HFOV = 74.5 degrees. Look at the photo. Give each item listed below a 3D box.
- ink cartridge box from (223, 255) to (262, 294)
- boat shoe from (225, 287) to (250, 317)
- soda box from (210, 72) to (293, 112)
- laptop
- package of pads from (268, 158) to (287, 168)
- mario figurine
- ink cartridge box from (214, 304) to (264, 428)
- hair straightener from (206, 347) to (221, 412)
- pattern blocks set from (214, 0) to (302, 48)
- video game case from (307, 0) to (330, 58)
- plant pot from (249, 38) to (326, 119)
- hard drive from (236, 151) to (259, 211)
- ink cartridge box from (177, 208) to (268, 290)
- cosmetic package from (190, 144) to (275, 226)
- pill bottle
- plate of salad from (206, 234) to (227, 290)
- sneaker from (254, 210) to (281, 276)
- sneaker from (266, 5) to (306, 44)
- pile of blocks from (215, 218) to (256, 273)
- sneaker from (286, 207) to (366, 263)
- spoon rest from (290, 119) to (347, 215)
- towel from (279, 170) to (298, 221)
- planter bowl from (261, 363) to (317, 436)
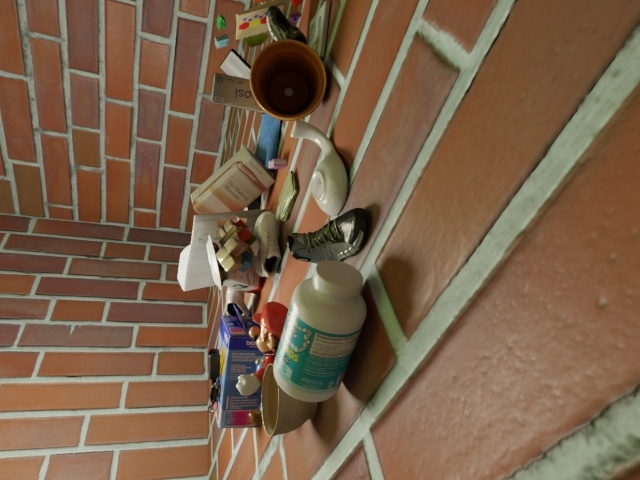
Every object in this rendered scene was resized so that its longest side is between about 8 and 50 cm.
[{"bbox_3d":[-0.300,0.121,1.640,0.078,0.231,0.134,-18,63,30],"label":"ink cartridge box"},{"bbox_3d":[-0.345,0.292,1.732,0.267,0.096,0.088,102,175,-51],"label":"boat shoe"},{"bbox_3d":[-0.201,-0.459,1.344,0.098,0.286,0.091,-134,52,-65],"label":"soda box"},{"bbox_3d":[-0.305,-0.517,1.738,0.236,0.408,0.382,-50,23,-3],"label":"laptop"},{"bbox_3d":[-0.154,-0.274,1.506,0.083,0.050,0.032,-169,80,-70],"label":"package of pads"},{"bbox_3d":[-0.155,0.327,1.176,0.198,0.170,0.320,-168,83,-72],"label":"mario figurine"},{"bbox_3d":[-0.300,0.444,1.566,0.270,0.151,0.395,-166,84,-70],"label":"ink cartridge box"},{"bbox_3d":[-0.378,0.502,1.473,0.089,0.047,0.230,-152,69,-68],"label":"hair straightener"},{"bbox_3d":[-0.204,-0.751,1.425,0.026,0.325,0.285,65,156,1],"label":"pattern blocks set"},{"bbox_3d":[-0.011,-0.605,1.259,0.143,0.019,0.157,-169,85,-70],"label":"video game case"},{"bbox_3d":[-0.091,-0.440,1.207,0.188,0.205,0.205,-113,32,-81],"label":"plant pot"},{"bbox_3d":[-0.343,-0.277,1.953,0.339,0.064,0.236,-133,43,-65],"label":"hard drive"},{"bbox_3d":[-0.397,0.019,1.700,0.091,0.308,0.385,50,134,37],"label":"ink cartridge box"},{"bbox_3d":[-0.341,-0.203,1.633,0.296,0.153,0.129,-42,38,7],"label":"cosmetic package"},{"bbox_3d":[0.002,0.172,0.820,0.146,0.146,0.264,-118,39,-57],"label":"pill bottle"},{"bbox_3d":[-0.358,0.076,1.464,0.200,0.048,0.199,168,90,-71],"label":"plate of salad"},{"bbox_3d":[-0.168,0.017,1.437,0.115,0.090,0.232,15,107,63],"label":"sneaker"},{"bbox_3d":[-0.096,-0.656,1.353,0.106,0.078,0.234,-18,96,56],"label":"sneaker"},{"bbox_3d":[-0.269,0.013,1.466,0.112,0.149,0.362,-46,21,7],"label":"pile of blocks"},{"bbox_3d":[0.000,0.000,0.894,0.228,0.132,0.086,128,143,-56],"label":"sneaker"},{"bbox_3d":[0.008,-0.185,1.035,0.276,0.084,0.137,68,150,28],"label":"spoon rest"},{"bbox_3d":[-0.109,-0.145,1.382,0.148,0.027,0.110,116,153,-43],"label":"towel"},{"bbox_3d":[-0.071,0.380,1.012,0.162,0.109,0.162,-174,90,-71],"label":"planter bowl"}]
